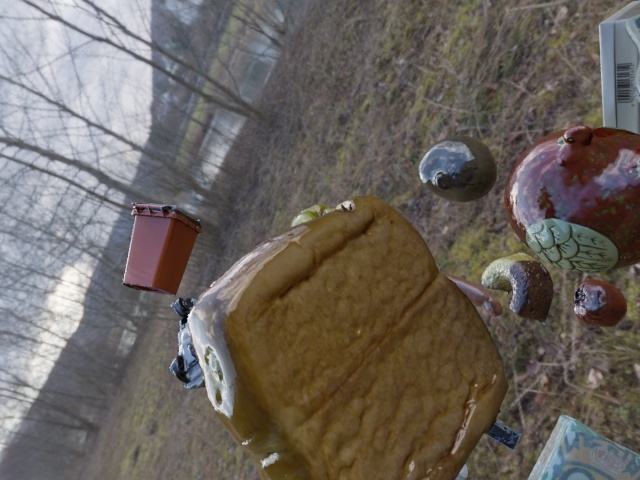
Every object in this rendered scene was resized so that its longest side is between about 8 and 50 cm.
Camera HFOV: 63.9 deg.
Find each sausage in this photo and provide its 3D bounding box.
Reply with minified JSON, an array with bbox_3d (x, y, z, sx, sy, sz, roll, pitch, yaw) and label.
[{"bbox_3d":[0.428,0.150,1.613,0.078,0.304,0.078,-43,-34,-40],"label":"sausage"}]

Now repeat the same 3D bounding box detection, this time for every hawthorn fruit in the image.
[{"bbox_3d":[0.858,0.197,1.565,0.148,0.172,0.148,-161,90,-86],"label":"hawthorn fruit"}]

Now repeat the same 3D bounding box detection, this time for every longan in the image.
[{"bbox_3d":[0.507,-0.258,1.896,0.300,0.300,0.243,-124,14,-69],"label":"longan"}]

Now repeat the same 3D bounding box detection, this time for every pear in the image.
[{"bbox_3d":[0.000,0.000,1.469,0.200,0.200,0.200,-55,22,35],"label":"pear"}]

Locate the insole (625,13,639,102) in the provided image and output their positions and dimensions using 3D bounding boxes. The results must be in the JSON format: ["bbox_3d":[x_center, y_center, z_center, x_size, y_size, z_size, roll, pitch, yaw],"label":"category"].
[{"bbox_3d":[0.206,-0.095,0.281,0.193,0.065,0.006,-65,-28,-46],"label":"insole"}]

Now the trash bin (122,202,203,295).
[{"bbox_3d":[-0.449,0.022,1.418,0.184,0.161,0.239,49,-130,-64],"label":"trash bin"}]

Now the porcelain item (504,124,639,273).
[{"bbox_3d":[0.397,-0.082,0.753,0.253,0.253,0.253,-55,22,35],"label":"porcelain item"}]

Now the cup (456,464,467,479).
[{"bbox_3d":[0.359,0.601,1.507,0.142,0.173,0.134,12,-87,-70],"label":"cup"}]

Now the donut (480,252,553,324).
[{"bbox_3d":[0.519,0.109,1.372,0.217,0.085,0.141,-132,50,-58],"label":"donut"}]

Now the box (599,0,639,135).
[{"bbox_3d":[0.521,-0.280,0.849,0.141,0.201,0.058,-37,31,-31],"label":"box"}]

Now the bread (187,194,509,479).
[{"bbox_3d":[0.033,0.133,0.584,0.337,0.328,0.148,-39,2,-42],"label":"bread"}]

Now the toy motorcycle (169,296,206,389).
[{"bbox_3d":[-0.249,0.228,1.120,0.091,0.157,0.263,-45,38,15],"label":"toy motorcycle"}]

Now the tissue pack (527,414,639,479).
[{"bbox_3d":[0.681,0.653,1.339,0.311,0.228,0.128,-60,-11,-6],"label":"tissue pack"}]

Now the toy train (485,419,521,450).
[{"bbox_3d":[0.385,0.439,1.262,0.043,0.207,0.047,-64,-22,-2],"label":"toy train"}]
